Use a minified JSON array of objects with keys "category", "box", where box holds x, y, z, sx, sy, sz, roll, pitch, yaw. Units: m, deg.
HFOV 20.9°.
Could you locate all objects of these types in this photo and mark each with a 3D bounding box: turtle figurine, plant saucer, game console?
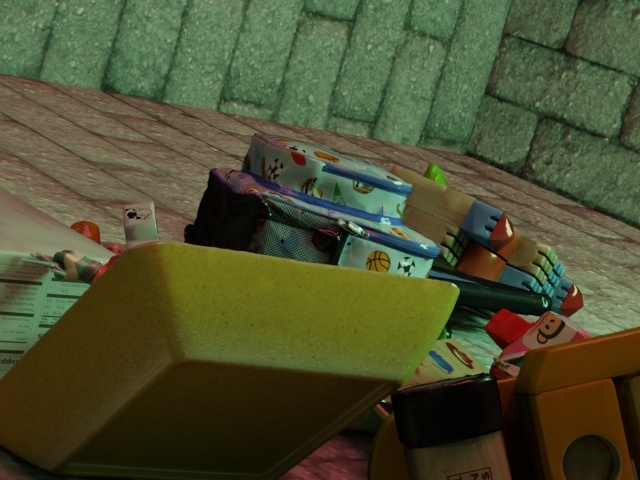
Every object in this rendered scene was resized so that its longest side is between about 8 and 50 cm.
[{"category":"turtle figurine","box":[-0.198,0.099,1.668,0.118,0.175,0.234,-5,-20,28]},{"category":"plant saucer","box":[-0.089,0.131,1.527,0.333,0.333,0.081,8,56,-35]},{"category":"game console","box":[0.079,0.039,2.311,0.342,0.060,0.387,9,0,36]}]

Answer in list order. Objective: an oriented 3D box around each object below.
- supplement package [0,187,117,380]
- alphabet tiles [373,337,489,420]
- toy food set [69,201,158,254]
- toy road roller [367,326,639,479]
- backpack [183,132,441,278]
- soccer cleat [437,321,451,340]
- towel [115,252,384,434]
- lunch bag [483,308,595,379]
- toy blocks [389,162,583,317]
[{"category":"supplement package","box":[-0.364,0.040,1.789,0.204,0.145,0.262,6,14,-45]},{"category":"alphabet tiles","box":[0.188,0.209,1.872,0.285,0.011,0.342,43,22,24]},{"category":"toy food set","box":[-0.195,0.026,2.168,0.232,0.111,0.104,-6,48,-5]},{"category":"toy road roller","box":[0.205,0.196,1.555,0.330,0.202,0.240,-12,-2,-5]},{"category":"backpack","box":[0.000,0.000,1.969,0.263,0.213,0.276,25,7,-17]},{"category":"soccer cleat","box":[0.153,0.113,2.420,0.072,0.060,0.179,11,9,-22]},{"category":"towel","box":[-0.052,0.126,1.994,0.375,0.090,0.320,10,16,-31]},{"category":"lunch bag","box":[0.269,0.166,1.775,0.258,0.120,0.293,42,-3,11]},{"category":"toy blocks","box":[0.239,0.028,2.584,0.261,0.190,0.381,25,-10,30]}]
